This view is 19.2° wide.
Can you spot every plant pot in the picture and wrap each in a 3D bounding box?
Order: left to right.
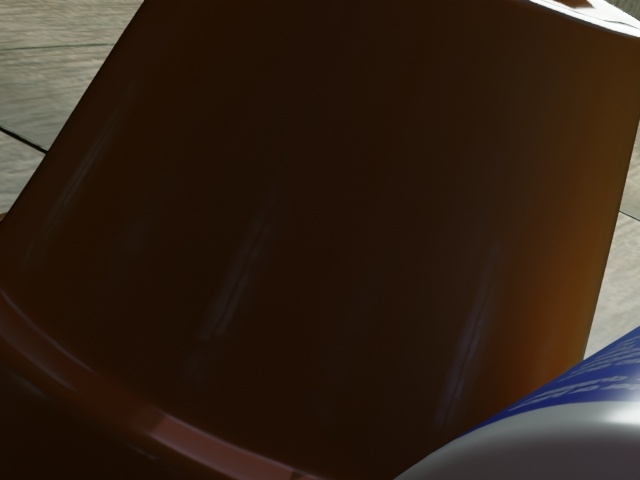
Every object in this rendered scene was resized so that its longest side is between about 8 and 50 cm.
[{"bbox_3d":[0.000,0.000,0.552,0.205,0.188,0.205,21,14,-6],"label":"plant pot"}]

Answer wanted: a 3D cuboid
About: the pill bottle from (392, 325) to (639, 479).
[{"bbox_3d":[0.081,0.096,0.386,0.152,0.152,0.272,29,21,22],"label":"pill bottle"}]
